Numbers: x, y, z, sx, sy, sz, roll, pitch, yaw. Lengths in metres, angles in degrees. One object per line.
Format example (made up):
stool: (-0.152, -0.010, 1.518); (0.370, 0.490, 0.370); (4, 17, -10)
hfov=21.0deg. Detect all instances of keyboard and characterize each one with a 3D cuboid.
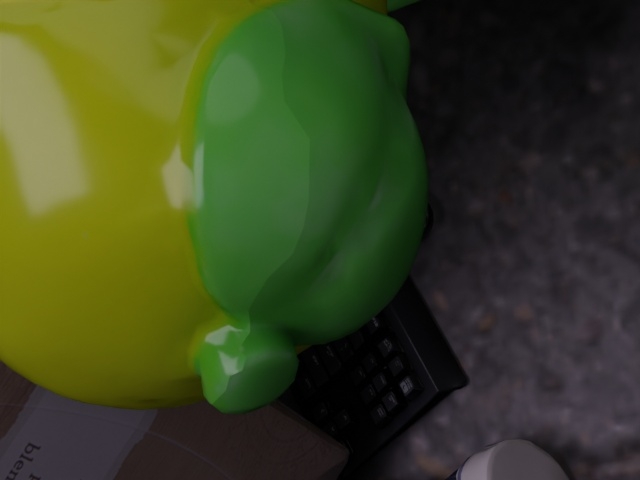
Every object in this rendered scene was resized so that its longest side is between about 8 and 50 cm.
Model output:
keyboard: (0.000, 0.000, 0.735); (0.108, 0.023, 0.180); (-43, 62, 30)

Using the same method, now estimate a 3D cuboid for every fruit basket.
fruit basket: (-0.107, -0.119, 0.491); (0.392, 0.392, 0.283); (6, 119, 41)

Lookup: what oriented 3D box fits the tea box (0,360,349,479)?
tea box: (-0.229, 0.117, 0.677); (0.323, 0.220, 0.329); (29, 83, 36)

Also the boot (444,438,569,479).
boot: (0.054, 0.167, 0.616); (0.086, 0.069, 0.190); (-44, 25, 36)
